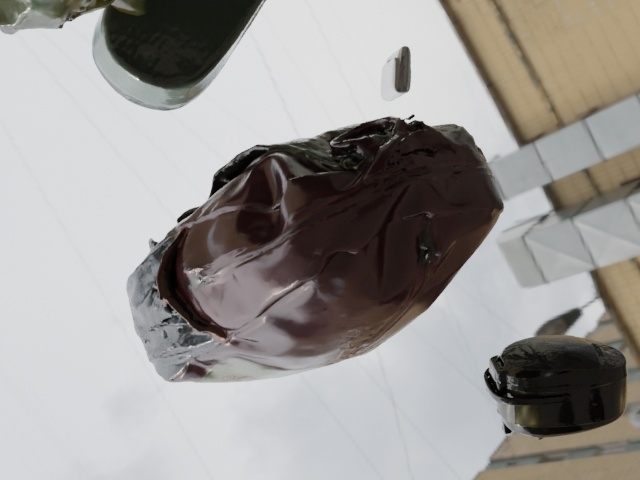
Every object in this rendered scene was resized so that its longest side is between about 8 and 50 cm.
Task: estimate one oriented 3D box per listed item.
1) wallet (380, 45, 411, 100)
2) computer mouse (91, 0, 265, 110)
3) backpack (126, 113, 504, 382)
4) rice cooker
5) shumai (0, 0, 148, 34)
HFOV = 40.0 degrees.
[{"bbox_3d":[0.097,-0.215,1.144,0.025,0.122,0.061,5,-86,-4],"label":"wallet"},{"bbox_3d":[-0.120,-0.229,0.812,0.128,0.079,0.230,35,-89,-14],"label":"computer mouse"},{"bbox_3d":[0.000,0.000,0.753,0.283,0.317,0.197,-18,-104,-33],"label":"backpack"},{"bbox_3d":[0.278,0.171,1.036,0.112,0.165,0.106,-99,-4,-73],"label":"rice cooker"},{"bbox_3d":[-0.135,-0.295,0.616,0.324,0.323,0.397,-4,-122,-51],"label":"shumai"}]
